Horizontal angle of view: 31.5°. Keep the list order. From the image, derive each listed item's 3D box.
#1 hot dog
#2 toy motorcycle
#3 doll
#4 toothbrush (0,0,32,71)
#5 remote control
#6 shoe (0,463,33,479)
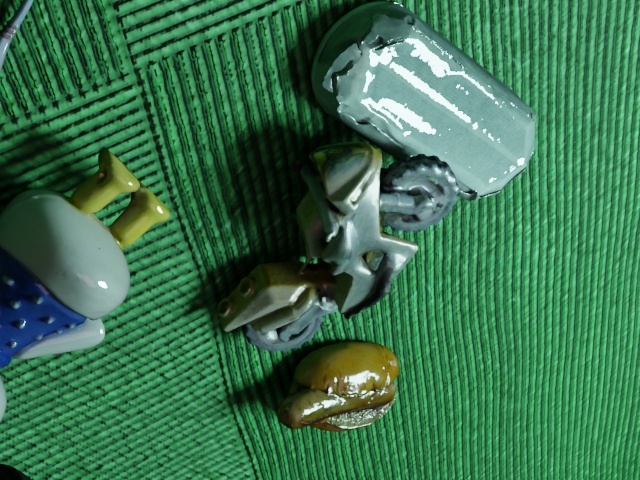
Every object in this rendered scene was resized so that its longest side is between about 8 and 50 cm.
[{"bbox_3d":[0.018,0.139,1.058,0.140,0.060,0.089,8,114,-37],"label":"hot dog"},{"bbox_3d":[0.000,0.000,0.914,0.130,0.094,0.229,27,118,-41],"label":"toy motorcycle"},{"bbox_3d":[-0.227,0.061,0.774,0.293,0.119,0.138,-47,131,-4],"label":"doll"},{"bbox_3d":[-0.210,-0.107,0.713,0.019,0.013,0.193,15,114,-37],"label":"toothbrush"},{"bbox_3d":[0.091,-0.106,0.919,0.247,0.052,0.104,26,105,-43],"label":"remote control"},{"bbox_3d":[-0.247,0.239,0.909,0.291,0.114,0.137,-2,119,-32],"label":"shoe"}]
